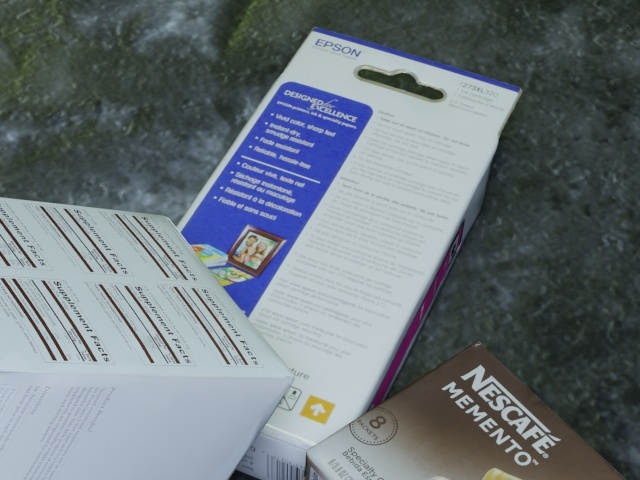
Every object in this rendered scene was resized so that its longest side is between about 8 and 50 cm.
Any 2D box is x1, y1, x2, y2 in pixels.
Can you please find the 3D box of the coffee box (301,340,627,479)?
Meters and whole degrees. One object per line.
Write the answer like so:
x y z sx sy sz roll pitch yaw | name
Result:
0.117 0.194 0.890 0.141 0.098 0.246 -28 55 -26 | coffee box

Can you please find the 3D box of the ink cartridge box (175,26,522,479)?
0.000 0.000 1.087 0.176 0.069 0.371 19 51 14 | ink cartridge box

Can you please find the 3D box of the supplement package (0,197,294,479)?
-0.166 0.094 0.851 0.203 0.194 0.149 7 34 -48 | supplement package
